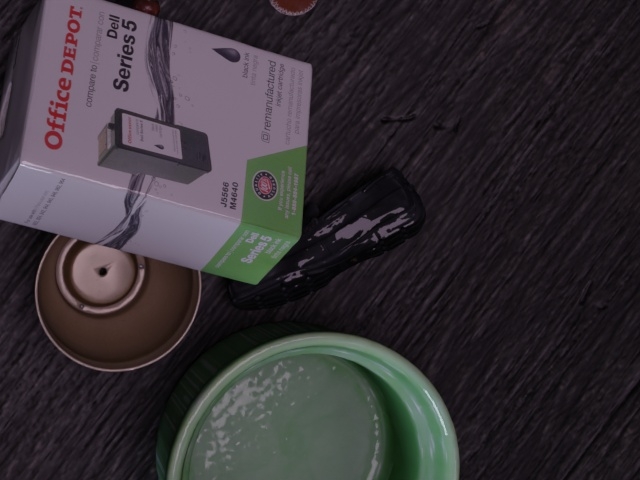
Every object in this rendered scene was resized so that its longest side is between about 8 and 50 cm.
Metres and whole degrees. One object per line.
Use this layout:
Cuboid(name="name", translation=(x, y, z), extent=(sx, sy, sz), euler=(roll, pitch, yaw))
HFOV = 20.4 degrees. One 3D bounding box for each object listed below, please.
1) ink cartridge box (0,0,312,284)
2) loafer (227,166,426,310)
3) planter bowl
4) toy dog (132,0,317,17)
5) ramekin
Cuboid(name="ink cartridge box", translation=(-0.156, -0.096, 1.657), extent=(0.272, 0.115, 0.198), euler=(15, 60, -21))
Cuboid(name="loafer", translation=(0.000, 0.000, 1.832), extent=(0.223, 0.076, 0.078), euler=(-28, 71, -4))
Cuboid(name="planter bowl", translation=(-0.207, 0.039, 1.747), extent=(0.162, 0.109, 0.162), euler=(-3, 100, -17))
Cuboid(name="toy dog", translation=(-0.073, -0.268, 1.690), extent=(0.333, 0.220, 0.161), euler=(3, 115, 12))
Cuboid(name="ramekin", translation=(-0.024, 0.227, 1.816), extent=(0.303, 0.148, 0.303), euler=(-3, 100, -17))
